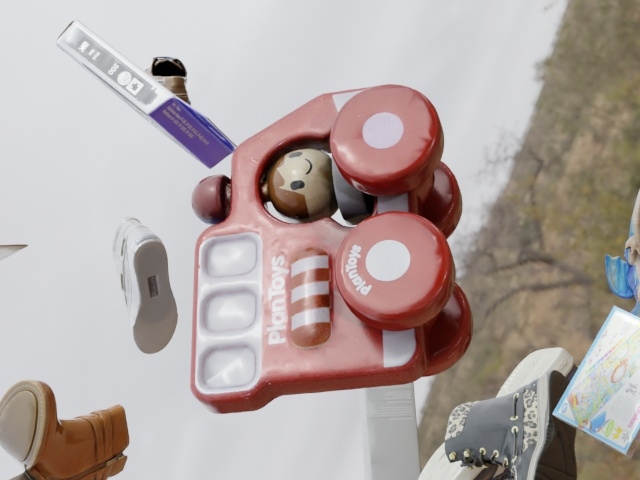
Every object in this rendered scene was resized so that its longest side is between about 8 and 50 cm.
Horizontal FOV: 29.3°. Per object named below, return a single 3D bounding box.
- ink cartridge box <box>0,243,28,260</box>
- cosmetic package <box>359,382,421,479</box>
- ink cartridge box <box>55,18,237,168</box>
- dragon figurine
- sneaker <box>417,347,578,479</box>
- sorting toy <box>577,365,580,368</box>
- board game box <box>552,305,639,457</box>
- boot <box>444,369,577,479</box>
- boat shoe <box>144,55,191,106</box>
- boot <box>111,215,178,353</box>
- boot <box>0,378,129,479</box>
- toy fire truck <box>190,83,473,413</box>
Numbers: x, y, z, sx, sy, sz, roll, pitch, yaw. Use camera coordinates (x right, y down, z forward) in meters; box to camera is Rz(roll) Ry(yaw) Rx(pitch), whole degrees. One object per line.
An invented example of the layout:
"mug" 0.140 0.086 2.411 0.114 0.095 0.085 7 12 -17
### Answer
"ink cartridge box" -0.670 0.054 2.036 0.296 0.066 0.261 -28 -1 9
"cosmetic package" 0.128 0.377 2.262 0.127 0.107 0.238 100 165 -73
"ink cartridge box" -0.182 -0.152 1.414 0.045 0.208 0.206 -52 -20 -1
"dragon figurine" 0.538 0.052 2.071 0.144 0.085 0.289 114 147 -75
"sneaker" 0.292 0.324 1.845 0.350 0.148 0.131 -42 11 -17
"sorting toy" 0.342 0.311 2.009 0.132 0.046 0.274 34 -85 -37
"board game box" 0.362 0.168 1.465 0.154 0.103 0.026 -59 -35 -5
"boot" 0.250 0.298 1.638 0.179 0.085 0.236 -23 40 40
"boat shoe" -0.219 -0.230 1.764 0.183 0.066 0.066 -135 46 -60
"boot" -0.335 0.080 2.308 0.095 0.123 0.258 -12 -58 -25
"boot" -0.377 0.298 1.863 0.220 0.109 0.283 -22 -51 -44
"toy fire truck" 0.000 0.000 1.123 0.169 0.254 0.302 60 -155 -63
